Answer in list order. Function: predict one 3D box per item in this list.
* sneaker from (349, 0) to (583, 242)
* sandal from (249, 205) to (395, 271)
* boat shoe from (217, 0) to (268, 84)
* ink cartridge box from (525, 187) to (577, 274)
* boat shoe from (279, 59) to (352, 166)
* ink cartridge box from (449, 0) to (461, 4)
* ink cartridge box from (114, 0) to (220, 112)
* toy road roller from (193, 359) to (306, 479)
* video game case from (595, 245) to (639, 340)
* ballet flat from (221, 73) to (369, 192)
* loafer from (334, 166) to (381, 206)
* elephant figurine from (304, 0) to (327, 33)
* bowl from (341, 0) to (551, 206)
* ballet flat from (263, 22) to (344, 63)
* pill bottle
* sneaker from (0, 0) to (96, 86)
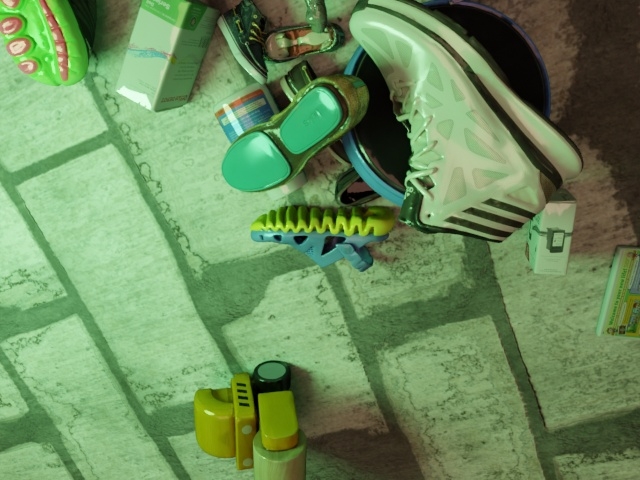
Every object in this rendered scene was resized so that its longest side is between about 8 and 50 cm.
[{"bbox_3d":[0.172,-0.166,0.771,0.447,0.169,0.257,41,93,-2],"label":"sneaker"},{"bbox_3d":[0.000,0.000,1.051,0.317,0.126,0.138,4,114,10],"label":"sandal"},{"bbox_3d":[-0.131,-0.389,0.926,0.083,0.065,0.183,-36,69,17],"label":"boat shoe"},{"bbox_3d":[0.460,-0.021,0.969,0.063,0.109,0.151,2,110,12],"label":"ink cartridge box"},{"bbox_3d":[0.011,-0.254,0.974,0.068,0.081,0.228,-35,98,23],"label":"boat shoe"},{"bbox_3d":[0.253,-0.586,0.810,0.165,0.065,0.333,-14,100,13],"label":"ink cartridge box"},{"bbox_3d":[-0.297,-0.371,0.944,0.093,0.154,0.213,26,112,-1],"label":"ink cartridge box"},{"bbox_3d":[-0.173,0.451,1.133,0.240,0.329,0.203,-3,111,-13],"label":"toy road roller"},{"bbox_3d":[0.711,0.118,1.024,0.193,0.023,0.213,4,111,8],"label":"video game case"},{"bbox_3d":[-0.046,-0.181,0.851,0.348,0.123,0.123,-25,106,47],"label":"ballet flat"},{"bbox_3d":[0.162,-0.149,0.979,0.302,0.095,0.109,-29,103,18],"label":"loafer"},{"bbox_3d":[0.017,-0.535,0.846,0.186,0.169,0.239,-18,114,51],"label":"elephant figurine"},{"bbox_3d":[0.226,-0.244,0.887,0.390,0.077,0.392,0,94,3],"label":"bowl"},{"bbox_3d":[-0.048,-0.391,0.945,0.188,0.070,0.070,-9,108,13],"label":"ballet flat"},{"bbox_3d":[-0.116,-0.199,0.993,0.124,0.124,0.222,-24,103,17],"label":"pill bottle"},{"bbox_3d":[-0.523,-0.542,0.884,0.185,0.202,0.483,3,121,-12],"label":"sneaker"}]
